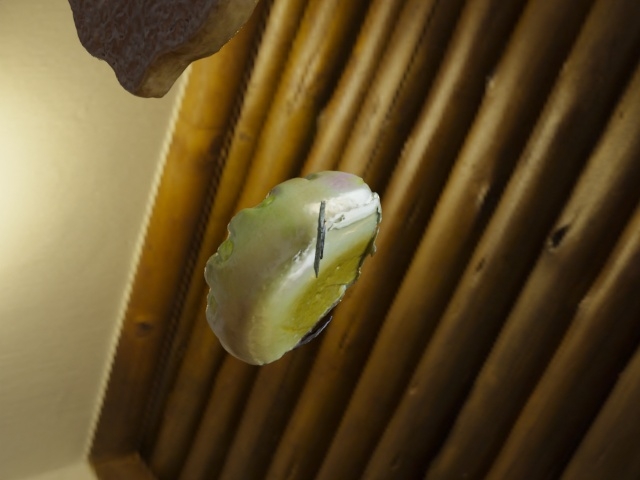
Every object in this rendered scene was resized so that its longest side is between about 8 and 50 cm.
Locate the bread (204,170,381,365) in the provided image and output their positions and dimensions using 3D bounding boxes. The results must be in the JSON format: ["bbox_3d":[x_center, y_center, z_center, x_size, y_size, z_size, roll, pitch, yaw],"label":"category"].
[{"bbox_3d":[-0.050,0.014,1.424,0.260,0.156,0.158,-46,-119,1],"label":"bread"}]

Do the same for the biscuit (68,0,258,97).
[{"bbox_3d":[-0.129,-0.257,0.967,0.257,0.049,0.272,-43,-122,40],"label":"biscuit"}]

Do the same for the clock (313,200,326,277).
[{"bbox_3d":[0.000,0.000,1.299,0.010,0.074,0.083,5,-58,0],"label":"clock"}]
